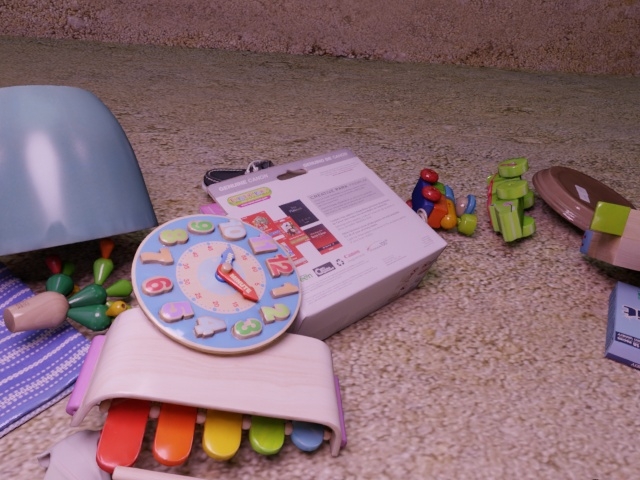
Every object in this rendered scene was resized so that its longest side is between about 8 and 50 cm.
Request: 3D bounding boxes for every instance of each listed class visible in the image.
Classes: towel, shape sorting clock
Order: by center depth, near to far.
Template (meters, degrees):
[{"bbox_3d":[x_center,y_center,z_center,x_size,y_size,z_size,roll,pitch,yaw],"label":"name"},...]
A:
[{"bbox_3d":[-0.120,0.043,0.578,0.206,0.040,0.206,18,41,-17],"label":"shape sorting clock"},{"bbox_3d":[-0.491,0.144,0.648,0.336,0.040,0.243,26,39,28],"label":"towel"}]

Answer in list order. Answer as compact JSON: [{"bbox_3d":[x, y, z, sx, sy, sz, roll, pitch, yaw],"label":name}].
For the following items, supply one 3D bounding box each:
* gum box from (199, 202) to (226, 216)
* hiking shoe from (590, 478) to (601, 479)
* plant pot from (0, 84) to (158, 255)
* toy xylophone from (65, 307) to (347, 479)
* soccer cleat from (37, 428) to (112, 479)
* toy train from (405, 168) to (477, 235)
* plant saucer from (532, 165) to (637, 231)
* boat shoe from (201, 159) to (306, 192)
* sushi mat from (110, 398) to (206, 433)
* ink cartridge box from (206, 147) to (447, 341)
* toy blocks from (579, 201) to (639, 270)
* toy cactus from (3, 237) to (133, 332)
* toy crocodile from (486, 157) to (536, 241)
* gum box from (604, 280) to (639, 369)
[{"bbox_3d":[-0.146,-0.009,0.904,0.107,0.062,0.188,-16,39,-29],"label":"gum box"},{"bbox_3d":[0.423,0.294,0.476,0.304,0.113,0.132,2,34,-6],"label":"hiking shoe"},{"bbox_3d":[-0.436,-0.110,0.760,0.293,0.234,0.293,-10,7,1],"label":"plant pot"},{"bbox_3d":[-0.111,0.182,0.525,0.323,0.081,0.236,19,34,-10],"label":"toy xylophone"},{"bbox_3d":[-0.237,0.273,0.468,0.076,0.068,0.196,-18,33,-23],"label":"soccer cleat"},{"bbox_3d":[0.264,-0.046,0.998,0.144,0.105,0.248,19,33,-3],"label":"toy train"},{"bbox_3d":[0.622,-0.088,1.084,0.278,0.041,0.277,15,38,-12],"label":"plant saucer"},{"bbox_3d":[-0.110,-0.132,1.028,0.303,0.091,0.114,7,33,1],"label":"boat shoe"},{"bbox_3d":[-0.181,0.119,0.676,0.152,0.019,0.316,24,33,-19],"label":"sushi mat"},{"bbox_3d":[0.000,0.000,0.788,0.310,0.130,0.271,-21,59,-35],"label":"ink cartridge box"},{"bbox_3d":[0.654,0.018,0.863,0.382,0.190,0.261,14,8,12],"label":"toy blocks"},{"bbox_3d":[-0.341,0.081,0.672,0.219,0.112,0.181,37,28,23],"label":"toy cactus"},{"bbox_3d":[0.424,-0.096,1.074,0.105,0.115,0.340,-10,25,28],"label":"toy crocodile"},{"bbox_3d":[0.561,0.154,0.773,0.157,0.041,0.184,21,37,23],"label":"gum box"}]
